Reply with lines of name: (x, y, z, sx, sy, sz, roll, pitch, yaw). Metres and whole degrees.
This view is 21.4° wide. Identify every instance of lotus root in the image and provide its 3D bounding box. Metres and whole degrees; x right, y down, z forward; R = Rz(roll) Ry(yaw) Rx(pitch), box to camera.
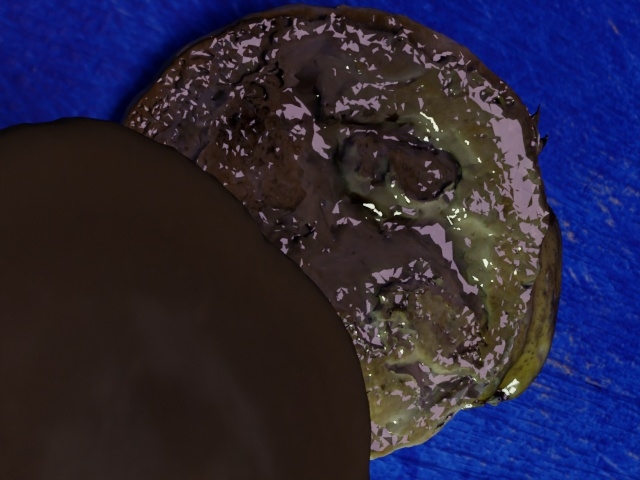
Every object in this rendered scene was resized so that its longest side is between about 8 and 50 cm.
lotus root: (0.137, 0.015, 1.478, 0.154, 0.154, 0.278, 3, 97, -46)

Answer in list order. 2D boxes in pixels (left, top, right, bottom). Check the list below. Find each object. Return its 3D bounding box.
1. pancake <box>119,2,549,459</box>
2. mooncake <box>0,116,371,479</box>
pancake: (0.001, -0.001, 1.317, 0.387, 0.082, 0.387, -2, 95, -22)
mooncake: (-0.194, 0.165, 1.042, 0.467, 0.262, 0.467, 8, 77, -37)
